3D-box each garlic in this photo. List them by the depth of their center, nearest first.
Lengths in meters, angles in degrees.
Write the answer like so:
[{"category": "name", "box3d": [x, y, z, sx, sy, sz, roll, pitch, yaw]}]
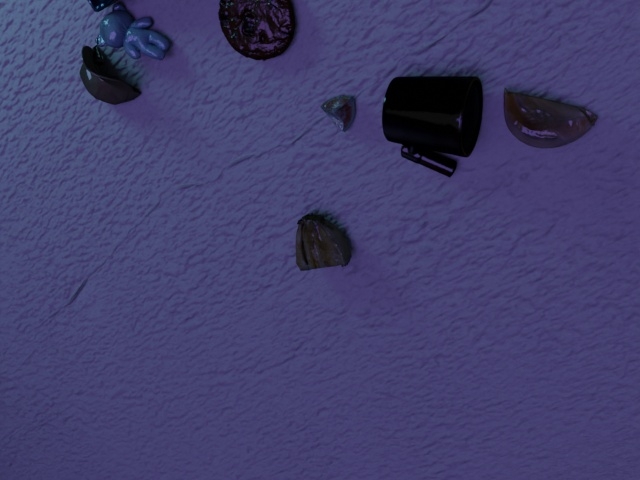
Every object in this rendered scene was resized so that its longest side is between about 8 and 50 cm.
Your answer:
[{"category": "garlic", "box3d": [0.460, -0.241, 1.633, 0.195, 0.087, 0.102, 19, 107, 17]}]

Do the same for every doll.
[{"category": "doll", "box3d": [-0.451, -0.492, 1.923, 0.179, 0.075, 0.120, 26, 79, -4]}]

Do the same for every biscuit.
[{"category": "biscuit", "box3d": [-0.143, -0.503, 1.791, 0.191, 0.049, 0.192, 7, 115, 16]}]

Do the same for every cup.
[{"category": "cup", "box3d": [0.236, -0.234, 1.685, 0.176, 0.166, 0.240, 10, 115, 23]}]

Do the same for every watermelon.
[{"category": "watermelon", "box3d": [0.041, -0.286, 1.802, 0.085, 0.061, 0.085, 7, 106, 23]}]

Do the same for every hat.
[{"category": "hat", "box3d": [-0.552, -0.393, 1.950, 0.166, 0.173, 0.144, 45, 116, 1]}]

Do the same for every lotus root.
[{"category": "lotus root", "box3d": [0.003, -0.002, 1.948, 0.143, 0.070, 0.144, 0, 117, 30]}]

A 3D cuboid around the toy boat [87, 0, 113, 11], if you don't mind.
[{"category": "toy boat", "box3d": [-0.461, -0.619, 1.806, 0.299, 0.061, 0.096, -18, 104, 53]}]
